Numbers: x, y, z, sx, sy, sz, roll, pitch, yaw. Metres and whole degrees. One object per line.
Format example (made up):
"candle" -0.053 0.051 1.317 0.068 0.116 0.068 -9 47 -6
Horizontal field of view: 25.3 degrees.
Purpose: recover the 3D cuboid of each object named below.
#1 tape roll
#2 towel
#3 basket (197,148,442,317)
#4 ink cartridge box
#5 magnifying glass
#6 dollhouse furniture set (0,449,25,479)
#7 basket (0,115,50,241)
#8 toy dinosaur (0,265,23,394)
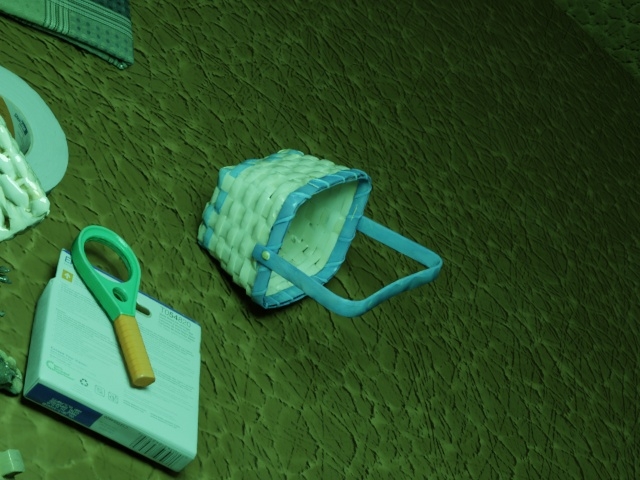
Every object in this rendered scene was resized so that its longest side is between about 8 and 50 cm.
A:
"tape roll" -0.423 -0.124 1.760 0.219 0.072 0.219 30 38 -27
"towel" -0.421 -0.416 2.090 0.324 0.056 0.312 22 45 -38
"basket" 0.000 0.000 1.977 0.289 0.201 0.255 28 25 27
"ink cartridge box" -0.244 0.143 1.717 0.223 0.045 0.224 32 33 -25
"magnifying glass" -0.243 0.076 1.728 0.092 0.026 0.231 15 43 -44
"dollhouse furniture set" -0.386 0.214 1.454 0.182 0.101 0.161 71 13 17
"basket" -0.446 -0.097 1.360 0.328 0.266 0.331 61 -9 -10
"toy dinosaur" -0.421 0.059 1.592 0.268 0.064 0.118 37 41 -12
